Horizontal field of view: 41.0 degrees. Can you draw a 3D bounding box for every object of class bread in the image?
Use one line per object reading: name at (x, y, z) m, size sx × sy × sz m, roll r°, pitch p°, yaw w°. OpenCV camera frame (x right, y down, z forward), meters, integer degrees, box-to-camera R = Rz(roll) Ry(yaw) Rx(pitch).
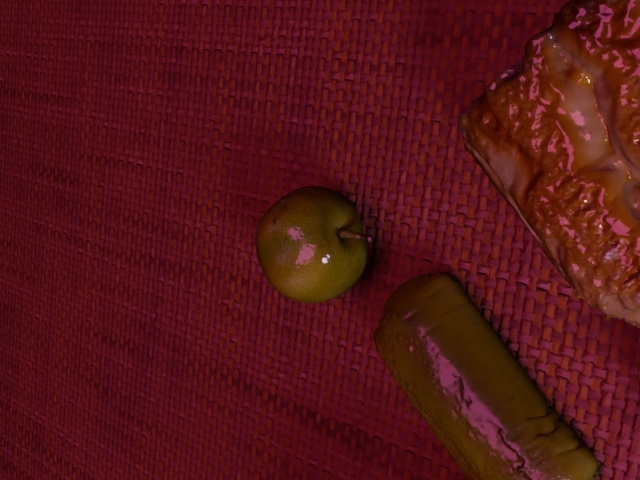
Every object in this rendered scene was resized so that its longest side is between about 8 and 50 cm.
bread at (0.206, 0.219, 1.164) m, size 0.166 × 0.112 × 0.383 m, roll -51°, pitch 62°, yaw 31°

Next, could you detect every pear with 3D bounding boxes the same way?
pear at (0.000, 0.000, 1.287) m, size 0.216 × 0.166 × 0.180 m, roll -23°, pitch 63°, yaw 54°

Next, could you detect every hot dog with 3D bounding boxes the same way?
hot dog at (0.380, -0.088, 0.943) m, size 0.367 × 0.196 × 0.365 m, roll -47°, pitch 61°, yaw 39°

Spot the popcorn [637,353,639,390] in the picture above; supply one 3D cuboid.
popcorn at (0.444, 0.188, 0.939) m, size 0.163 × 0.140 × 0.194 m, roll -27°, pitch 77°, yaw 45°
